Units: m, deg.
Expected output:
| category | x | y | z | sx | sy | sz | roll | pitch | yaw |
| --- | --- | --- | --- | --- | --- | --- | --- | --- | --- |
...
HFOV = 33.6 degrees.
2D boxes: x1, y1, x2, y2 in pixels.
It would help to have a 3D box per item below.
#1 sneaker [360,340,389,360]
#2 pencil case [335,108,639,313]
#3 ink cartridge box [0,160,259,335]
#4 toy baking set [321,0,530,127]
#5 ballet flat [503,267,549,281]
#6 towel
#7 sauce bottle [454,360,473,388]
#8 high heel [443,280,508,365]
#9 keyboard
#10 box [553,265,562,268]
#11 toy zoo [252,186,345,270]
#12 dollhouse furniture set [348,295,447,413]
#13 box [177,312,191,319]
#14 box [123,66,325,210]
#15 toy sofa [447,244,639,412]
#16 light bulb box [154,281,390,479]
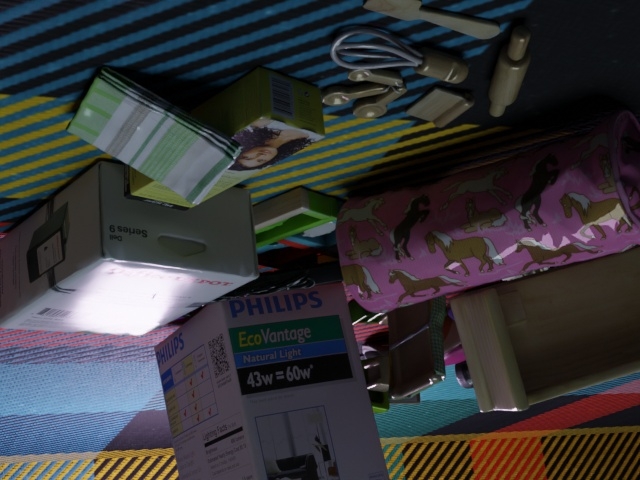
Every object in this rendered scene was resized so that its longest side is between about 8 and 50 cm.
| category | x | y | z | sx | sy | sz | roll | pitch | yaw |
| --- | --- | --- | --- | --- | --- | --- | --- | --- | --- |
| sneaker | 0.131 | 0.267 | 2.164 | 0.100 | 0.108 | 0.271 | -2 | 160 | -4 |
| pencil case | 0.205 | -0.026 | 1.236 | 0.386 | 0.167 | 0.160 | -17 | 140 | 34 |
| ink cartridge box | -0.241 | 0.022 | 1.295 | 0.211 | 0.121 | 0.289 | 9 | 156 | -38 |
| toy baking set | 0.103 | -0.159 | 1.005 | 0.197 | 0.030 | 0.256 | -4 | 161 | -5 |
| ballet flat | 0.281 | 0.026 | 1.539 | 0.091 | 0.077 | 0.241 | -17 | 158 | 30 |
| towel | -0.163 | -0.095 | 1.018 | 0.152 | 0.023 | 0.113 | 29 | 142 | -15 |
| sauce bottle | 0.428 | 0.234 | 2.150 | 0.344 | 0.111 | 0.111 | -20 | 157 | 37 |
| high heel | 0.322 | 0.163 | 1.808 | 0.181 | 0.127 | 0.377 | 28 | 147 | -15 |
| keyboard | -0.061 | 0.053 | 1.439 | 0.317 | 0.033 | 0.201 | -10 | -179 | 11 |
| box | 0.485 | -0.013 | 1.509 | 0.216 | 0.060 | 0.270 | -1 | 161 | -15 |
| toy zoo | 0.000 | 0.000 | 1.446 | 0.192 | 0.030 | 0.293 | -19 | 157 | 36 |
| dollhouse furniture set | 0.172 | 0.160 | 1.712 | 0.151 | 0.197 | 0.301 | 3 | 160 | -22 |
| box | -0.307 | 0.118 | 1.708 | 0.162 | 0.029 | 0.116 | -14 | 161 | 26 |
| box | -0.104 | -0.097 | 1.084 | 0.087 | 0.058 | 0.232 | 12 | 155 | -40 |
| toy sofa | 0.351 | 0.095 | 1.315 | 0.363 | 0.150 | 0.177 | -15 | 175 | -12 |
| light bulb box | -0.093 | 0.294 | 1.750 | 0.225 | 0.361 | 0.358 | -5 | 163 | -28 |
